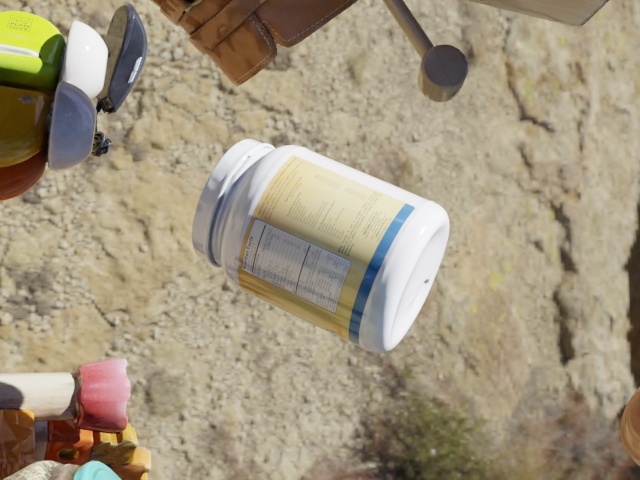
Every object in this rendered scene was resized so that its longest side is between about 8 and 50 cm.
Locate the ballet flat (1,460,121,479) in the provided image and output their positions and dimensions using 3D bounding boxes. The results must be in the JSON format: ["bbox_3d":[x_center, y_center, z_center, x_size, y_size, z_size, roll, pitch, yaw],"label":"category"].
[{"bbox_3d":[-0.058,0.343,0.547,0.182,0.164,0.482,-40,99,-1],"label":"ballet flat"}]

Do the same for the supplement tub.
[{"bbox_3d":[0.000,0.000,0.863,0.144,0.200,0.144,-55,160,-32],"label":"supplement tub"}]

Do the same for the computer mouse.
[{"bbox_3d":[-0.358,-0.272,1.638,0.060,0.184,0.261,13,93,-33],"label":"computer mouse"}]

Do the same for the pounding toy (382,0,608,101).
[{"bbox_3d":[0.111,-0.202,0.652,0.181,0.094,0.206,13,85,-1],"label":"pounding toy"}]

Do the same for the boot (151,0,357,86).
[{"bbox_3d":[-0.127,-0.216,0.749,0.220,0.284,0.109,52,30,-23],"label":"boot"}]

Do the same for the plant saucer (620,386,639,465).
[{"bbox_3d":[0.188,0.082,0.477,0.013,0.083,0.083,51,51,-16],"label":"plant saucer"}]

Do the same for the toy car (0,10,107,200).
[{"bbox_3d":[-0.274,-0.115,0.833,0.159,0.136,0.182,7,53,-11],"label":"toy car"}]

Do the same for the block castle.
[{"bbox_3d":[-0.296,0.375,1.109,0.213,0.453,0.303,3,43,-22],"label":"block castle"}]
